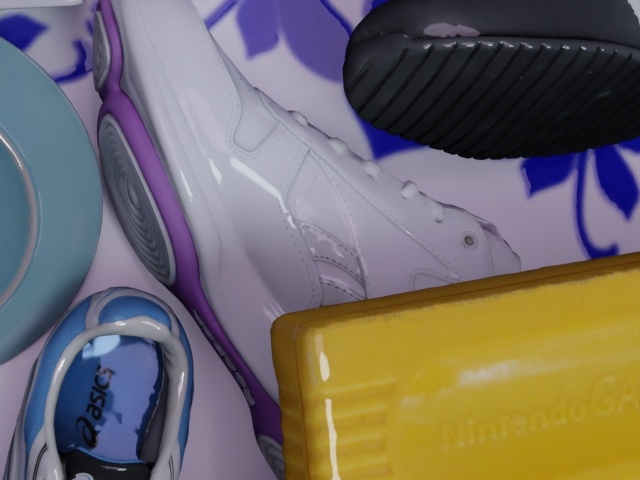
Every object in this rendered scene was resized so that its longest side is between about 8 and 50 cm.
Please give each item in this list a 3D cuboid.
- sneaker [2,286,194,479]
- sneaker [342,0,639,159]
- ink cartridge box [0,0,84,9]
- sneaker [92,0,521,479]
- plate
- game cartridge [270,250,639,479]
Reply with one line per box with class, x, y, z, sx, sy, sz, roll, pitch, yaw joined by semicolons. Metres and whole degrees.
sneaker;-0.110;0.138;0.740;0.085;0.086;0.237;9;85;-9
sneaker;0.149;-0.128;0.787;0.331;0.122;0.146;-8;74;-27
ink cartridge box;-0.186;-0.204;0.733;0.148;0.086;0.203;-5;103;-8
sneaker;0.000;0.000;0.769;0.152;0.114;0.305;-32;98;-17
plate;-0.193;-0.013;0.733;0.188;0.024;0.188;-3;110;-9
game cartridge;0.125;0.169;0.687;0.285;0.053;0.323;-9;101;-26
